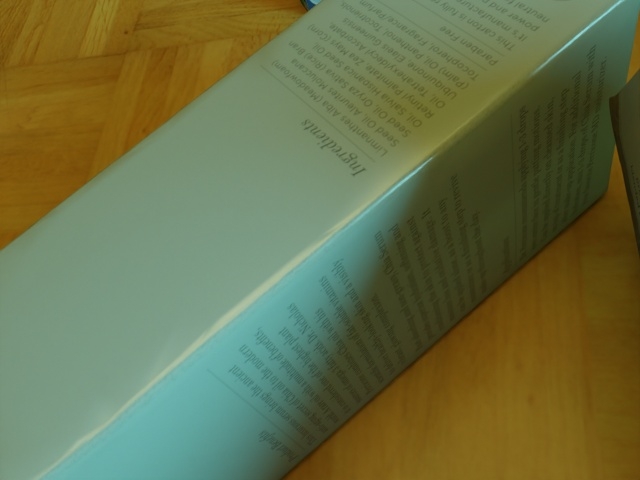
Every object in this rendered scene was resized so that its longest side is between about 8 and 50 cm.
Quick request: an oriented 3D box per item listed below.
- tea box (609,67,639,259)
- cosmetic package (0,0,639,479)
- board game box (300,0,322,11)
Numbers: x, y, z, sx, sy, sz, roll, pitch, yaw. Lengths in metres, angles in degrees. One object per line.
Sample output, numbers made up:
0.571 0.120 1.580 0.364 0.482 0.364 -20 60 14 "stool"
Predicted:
0.344 0.031 0.299 0.323 0.220 0.329 -9 86 11 "tea box"
0.000 0.000 0.486 0.453 0.230 0.161 -40 57 -8 "cosmetic package"
0.053 -0.349 0.724 0.201 0.136 0.035 -28 56 1 "board game box"
